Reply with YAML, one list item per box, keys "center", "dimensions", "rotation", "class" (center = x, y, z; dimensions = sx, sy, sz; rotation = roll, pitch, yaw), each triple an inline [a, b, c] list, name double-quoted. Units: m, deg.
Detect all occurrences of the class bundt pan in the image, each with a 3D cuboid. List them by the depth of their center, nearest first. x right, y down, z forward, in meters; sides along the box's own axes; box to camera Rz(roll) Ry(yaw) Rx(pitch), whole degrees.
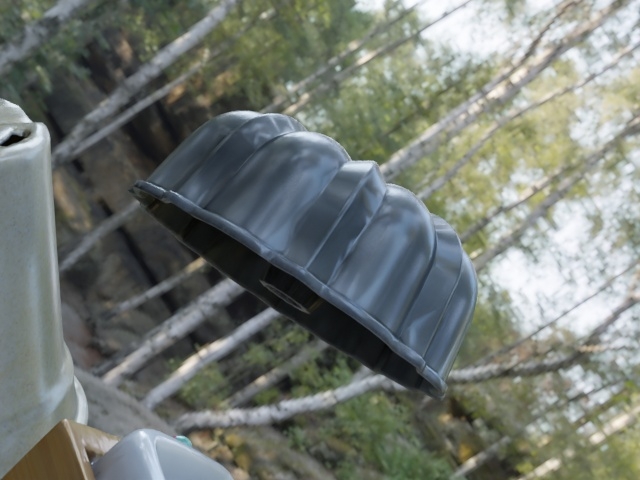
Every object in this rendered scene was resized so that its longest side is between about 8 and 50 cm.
- center: [0.000, 0.000, 0.908]
  dimensions: [0.331, 0.124, 0.331]
  rotation: [32, -9, 6]
  class: "bundt pan"

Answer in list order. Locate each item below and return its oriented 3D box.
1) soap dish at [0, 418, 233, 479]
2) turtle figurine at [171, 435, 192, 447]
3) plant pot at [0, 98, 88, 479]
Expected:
- center: [-0.093, 0.238, 0.613]
  dimensions: [0.291, 0.118, 0.229]
  rotation: [71, -5, -72]
  class: "soap dish"
- center: [-0.250, 0.338, 1.461]
  dimensions: [0.118, 0.234, 0.175]
  rotation: [64, 12, -3]
  class: "turtle figurine"
- center: [-0.372, 0.031, 0.944]
  dimensions: [0.334, 0.334, 0.305]
  rotation: [-126, -138, -60]
  class: "plant pot"
